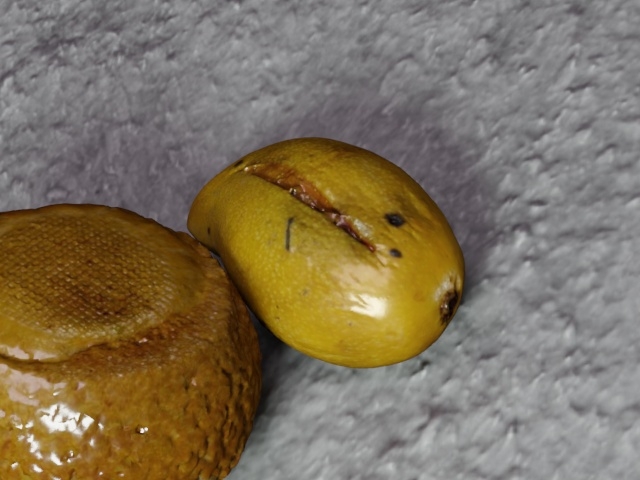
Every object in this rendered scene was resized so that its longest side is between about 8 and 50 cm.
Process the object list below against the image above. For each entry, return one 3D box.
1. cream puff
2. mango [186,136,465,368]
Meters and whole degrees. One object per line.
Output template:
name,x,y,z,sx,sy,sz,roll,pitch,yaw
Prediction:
cream puff,-0.192,0.112,1.474,0.303,0.212,0.303,7,31,-4
mango,-0.001,-0.003,1.534,0.177,0.120,0.295,-43,49,-12
